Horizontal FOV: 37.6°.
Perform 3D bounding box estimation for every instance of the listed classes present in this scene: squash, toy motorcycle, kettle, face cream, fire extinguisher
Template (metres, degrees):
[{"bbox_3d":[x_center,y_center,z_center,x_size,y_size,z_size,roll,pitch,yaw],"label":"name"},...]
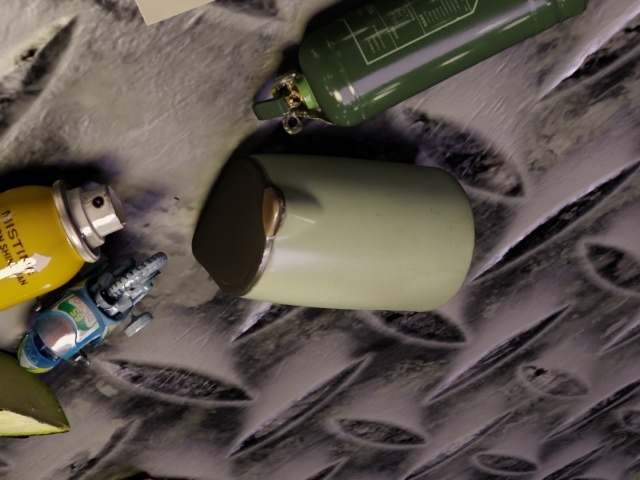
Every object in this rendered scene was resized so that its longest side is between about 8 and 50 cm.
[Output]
[{"bbox_3d":[-0.405,0.166,1.075,0.184,0.085,0.192,-7,152,29],"label":"squash"},{"bbox_3d":[-0.245,0.080,0.966,0.135,0.092,0.254,-39,-176,-36],"label":"toy motorcycle"},{"bbox_3d":[0.000,0.000,1.014,0.255,0.165,0.240,1,167,-31],"label":"kettle"},{"bbox_3d":[-0.350,0.033,0.881,0.349,0.105,0.105,-22,146,-2],"label":"face cream"},{"bbox_3d":[0.079,-0.182,0.861,0.311,0.114,0.095,-26,107,2],"label":"fire extinguisher"}]

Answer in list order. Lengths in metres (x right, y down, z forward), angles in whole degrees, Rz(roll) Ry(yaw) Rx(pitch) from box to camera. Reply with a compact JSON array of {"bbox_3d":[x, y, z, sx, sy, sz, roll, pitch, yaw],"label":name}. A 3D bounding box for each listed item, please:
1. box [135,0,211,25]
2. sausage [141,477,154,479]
[{"bbox_3d":[-0.096,-0.245,0.703,0.130,0.051,0.129,-22,146,-2],"label":"box"},{"bbox_3d":[-0.346,0.523,1.445,0.287,0.233,0.233,-22,146,0],"label":"sausage"}]
